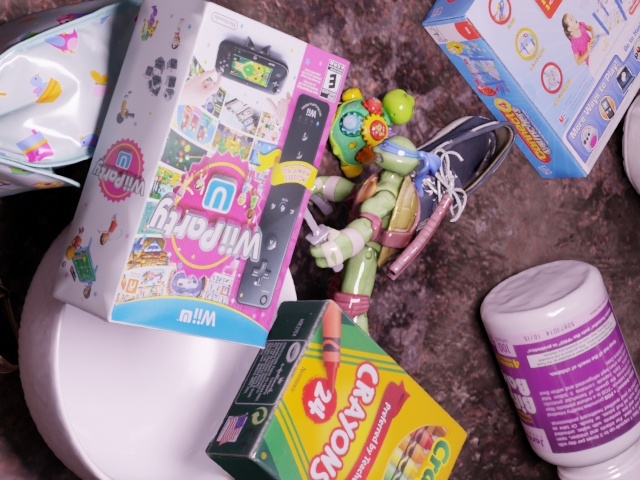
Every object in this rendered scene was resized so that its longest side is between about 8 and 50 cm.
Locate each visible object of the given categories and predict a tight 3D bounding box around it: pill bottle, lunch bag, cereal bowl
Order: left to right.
[{"bbox_3d":[-0.297,-0.127,1.504,0.262,0.223,0.160,-34,110,-39],"label":"lunch bag"},{"bbox_3d":[-0.186,0.105,1.633,0.339,0.141,0.338,-1,92,-48],"label":"cereal bowl"},{"bbox_3d":[0.336,0.192,2.043,0.169,0.169,0.301,-34,110,-34],"label":"pill bottle"}]

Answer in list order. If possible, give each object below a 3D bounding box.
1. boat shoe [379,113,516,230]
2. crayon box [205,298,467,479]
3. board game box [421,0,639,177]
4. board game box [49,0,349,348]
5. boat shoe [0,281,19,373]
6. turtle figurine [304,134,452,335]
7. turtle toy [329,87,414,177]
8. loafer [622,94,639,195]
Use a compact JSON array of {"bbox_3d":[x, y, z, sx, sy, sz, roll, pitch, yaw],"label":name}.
[{"bbox_3d":[0.155,-0.077,1.957,0.254,0.079,0.095,-35,111,-33],"label":"boat shoe"},{"bbox_3d":[0.040,0.236,1.695,0.318,0.081,0.202,45,58,-32],"label":"crayon box"},{"bbox_3d":[0.320,-0.296,2.085,0.302,0.086,0.308,48,62,-27],"label":"board game box"},{"bbox_3d":[-0.110,-0.063,1.484,0.224,0.097,0.303,15,94,-51],"label":"board game box"},{"bbox_3d":[-0.348,0.052,1.564,0.066,0.066,0.183,-40,113,-32],"label":"boat shoe"},{"bbox_3d":[0.000,0.000,1.781,0.275,0.198,0.266,-1,106,-35],"label":"turtle figurine"},{"bbox_3d":[0.061,-0.141,1.891,0.130,0.066,0.095,-41,114,-31],"label":"turtle toy"},{"bbox_3d":[0.512,-0.074,2.186,0.112,0.111,0.319,-51,131,-28],"label":"loafer"}]
